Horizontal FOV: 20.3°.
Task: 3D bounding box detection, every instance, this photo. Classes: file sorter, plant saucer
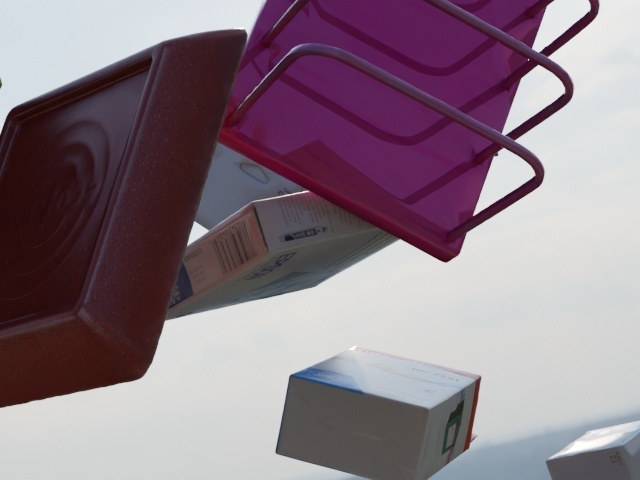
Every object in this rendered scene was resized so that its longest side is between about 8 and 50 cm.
[{"bbox_3d":[0.087,-0.175,1.244,0.202,0.291,0.182,28,-24,-14],"label":"file sorter"},{"bbox_3d":[-0.174,-0.017,1.221,0.048,0.259,0.258,30,-28,-32],"label":"plant saucer"}]

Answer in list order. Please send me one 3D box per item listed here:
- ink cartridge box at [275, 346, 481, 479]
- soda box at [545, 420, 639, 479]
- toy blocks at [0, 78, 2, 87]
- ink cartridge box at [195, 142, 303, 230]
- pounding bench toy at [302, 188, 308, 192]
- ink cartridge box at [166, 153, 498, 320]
[{"bbox_3d":[0.064,0.156,1.650,0.134,0.078,0.231,12,9,18],"label":"ink cartridge box"},{"bbox_3d":[0.249,0.248,1.344,0.074,0.216,0.069,-19,3,41],"label":"soda box"},{"bbox_3d":[-0.486,-0.084,1.450,0.381,0.191,0.261,-10,-20,-34],"label":"toy blocks"},{"bbox_3d":[-0.044,-0.047,1.954,0.128,0.127,0.176,32,6,24],"label":"ink cartridge box"},{"bbox_3d":[-0.015,-0.018,1.765,0.052,0.083,0.065,17,13,-2],"label":"pounding bench toy"},{"bbox_3d":[0.000,0.000,1.386,0.224,0.045,0.223,-14,-9,-30],"label":"ink cartridge box"}]
